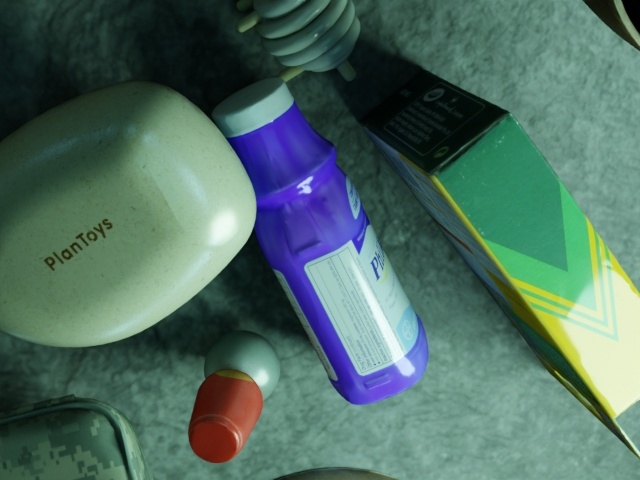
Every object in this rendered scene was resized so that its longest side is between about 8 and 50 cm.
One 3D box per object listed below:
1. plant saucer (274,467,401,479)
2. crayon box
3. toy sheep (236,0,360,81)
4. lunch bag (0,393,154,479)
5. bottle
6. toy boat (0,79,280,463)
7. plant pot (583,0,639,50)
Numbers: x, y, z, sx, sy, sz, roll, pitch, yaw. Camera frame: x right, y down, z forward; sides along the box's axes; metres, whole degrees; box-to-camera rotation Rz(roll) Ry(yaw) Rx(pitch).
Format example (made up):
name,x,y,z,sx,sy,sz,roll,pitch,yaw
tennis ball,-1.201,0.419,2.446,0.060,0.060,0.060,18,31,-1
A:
name,x,y,z,sx,sy,sz,roll,pitch,yaw
plant saucer,0.006,0.371,1.232,0.311,0.050,0.310,-4,108,-13
crayon box,0.180,0.015,1.084,0.083,0.203,0.323,-39,112,0
toy sheep,-0.013,-0.179,1.044,0.091,0.091,0.132,-43,125,1
lunch bag,-0.265,0.258,1.030,0.305,0.256,0.212,-16,81,-8
bottle,0.000,0.000,1.080,0.092,0.118,0.282,-23,110,10
toy boat,-0.143,0.031,1.045,0.267,0.148,0.318,-27,109,21
plant pot,0.274,-0.250,1.012,0.215,0.230,0.215,-4,108,-13
